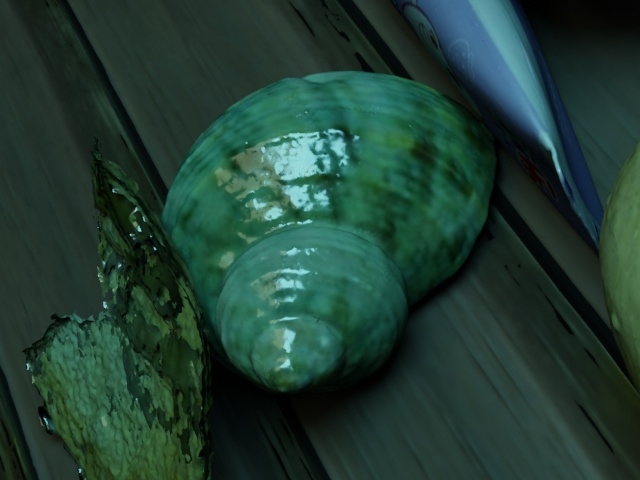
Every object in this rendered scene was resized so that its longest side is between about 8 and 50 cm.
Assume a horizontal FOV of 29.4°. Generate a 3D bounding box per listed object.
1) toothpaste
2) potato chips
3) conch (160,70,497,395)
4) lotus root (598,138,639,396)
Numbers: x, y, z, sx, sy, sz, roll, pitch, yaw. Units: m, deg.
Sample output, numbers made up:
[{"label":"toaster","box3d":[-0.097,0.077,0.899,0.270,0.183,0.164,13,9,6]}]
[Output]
[{"label":"toothpaste","box3d":[0.078,-0.132,0.663,0.080,0.125,0.371,-31,51,9]},{"label":"potato chips","box3d":[-0.112,0.062,0.672,0.202,0.029,0.220,40,131,43]},{"label":"conch","box3d":[0.000,-0.004,0.645,0.176,0.122,0.188,6,73,9]},{"label":"lotus root","box3d":[0.221,0.073,0.440,0.169,0.151,0.342,-35,51,15]}]
